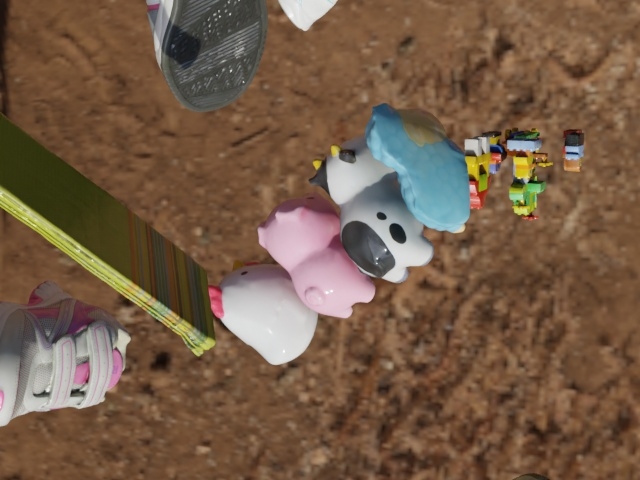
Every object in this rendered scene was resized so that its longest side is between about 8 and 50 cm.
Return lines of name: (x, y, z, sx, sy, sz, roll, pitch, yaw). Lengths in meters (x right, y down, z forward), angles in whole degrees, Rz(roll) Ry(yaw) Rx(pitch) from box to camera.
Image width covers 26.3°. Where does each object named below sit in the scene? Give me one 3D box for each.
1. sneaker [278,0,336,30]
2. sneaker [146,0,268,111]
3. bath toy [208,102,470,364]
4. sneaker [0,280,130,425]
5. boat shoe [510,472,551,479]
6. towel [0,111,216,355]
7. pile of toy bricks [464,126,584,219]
sneaker: (-0.038, -0.274, 1.306, 0.152, 0.061, 0.053, 47, 17, -30)
sneaker: (-0.139, -0.275, 1.257, 0.124, 0.178, 0.295, -18, 137, -13)
bath toy: (0.000, 0.000, 1.409, 0.129, 0.348, 0.151, 20, 47, -29)
sneaker: (-0.243, 0.107, 1.267, 0.252, 0.111, 0.103, -57, 163, -73)
boat shoe: (0.141, 0.255, 1.161, 0.056, 0.153, 0.048, 42, 32, -15)
towel: (-0.167, -0.010, 0.996, 0.237, 0.021, 0.102, 40, 20, -31)
pile of toy bricks: (0.244, -0.075, 1.622, 0.212, 0.118, 0.105, -20, 113, -64)
